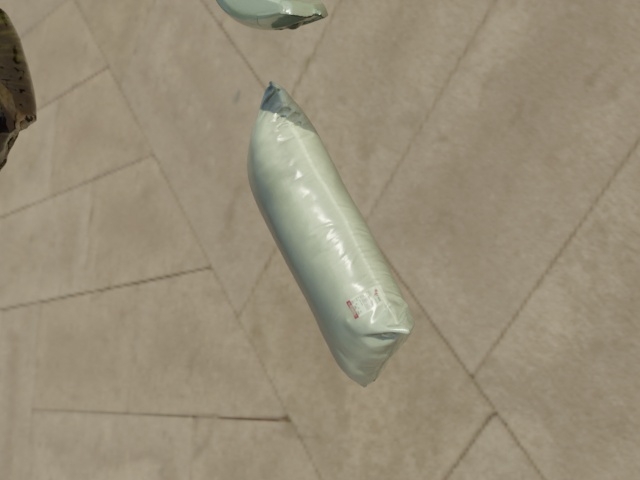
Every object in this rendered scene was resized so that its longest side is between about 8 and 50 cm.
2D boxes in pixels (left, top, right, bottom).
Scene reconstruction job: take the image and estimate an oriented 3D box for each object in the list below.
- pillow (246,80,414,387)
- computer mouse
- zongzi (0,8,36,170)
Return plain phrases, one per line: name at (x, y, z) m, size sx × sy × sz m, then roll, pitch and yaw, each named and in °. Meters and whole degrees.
pillow at (0.000, 0.000, 0.874) m, size 0.254 × 0.078 × 0.144 m, roll 63°, pitch 167°, yaw 17°
computer mouse at (-0.039, -0.176, 0.761) m, size 0.110 × 0.056 × 0.032 m, roll 27°, pitch 116°, yaw 37°
zongzi at (-0.327, -0.076, 0.796) m, size 0.289 × 0.317 × 0.154 m, roll -15°, pitch 86°, yaw 9°
